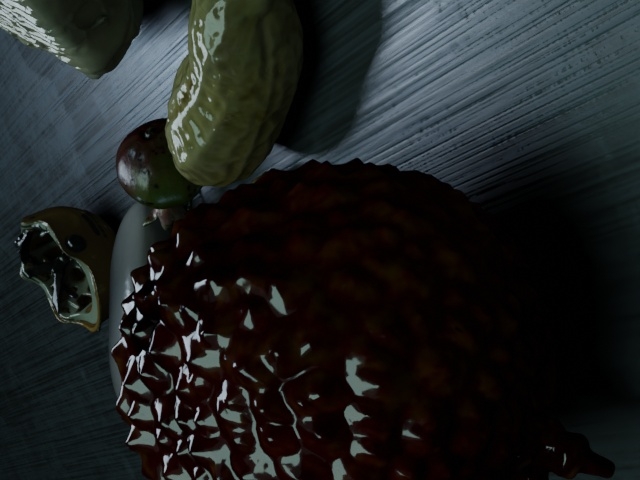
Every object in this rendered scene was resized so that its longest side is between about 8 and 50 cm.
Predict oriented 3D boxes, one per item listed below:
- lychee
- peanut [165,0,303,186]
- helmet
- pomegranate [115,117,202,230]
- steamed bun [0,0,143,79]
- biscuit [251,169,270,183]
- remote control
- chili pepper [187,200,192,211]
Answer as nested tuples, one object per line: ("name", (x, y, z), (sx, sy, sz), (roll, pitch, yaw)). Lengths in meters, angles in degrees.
("lychee", (0.040, 0.132, 1.139), (0.500, 0.424, 0.424), (14, 128, 16))
("peanut", (-0.101, -0.193, 1.357), (0.325, 0.140, 0.153), (105, 146, -43))
("helmet", (-0.391, 0.033, 1.919), (0.224, 0.130, 0.198), (38, 144, 19))
("pomegranate", (-0.215, -0.095, 1.597), (0.129, 0.129, 0.159), (54, 157, 16))
("steamed bun", (-0.353, -0.384, 1.510), (0.324, 0.219, 0.310), (46, 170, -37))
("biscuit", (0.000, 0.000, 1.437), (0.225, 0.036, 0.166), (29, 134, 38))
("remote control", (-0.254, 0.097, 1.694), (0.221, 0.103, 0.332), (105, 165, -57))
("chili pepper", (-0.117, 0.061, 1.618), (0.279, 0.065, 0.122), (42, 128, 27))
